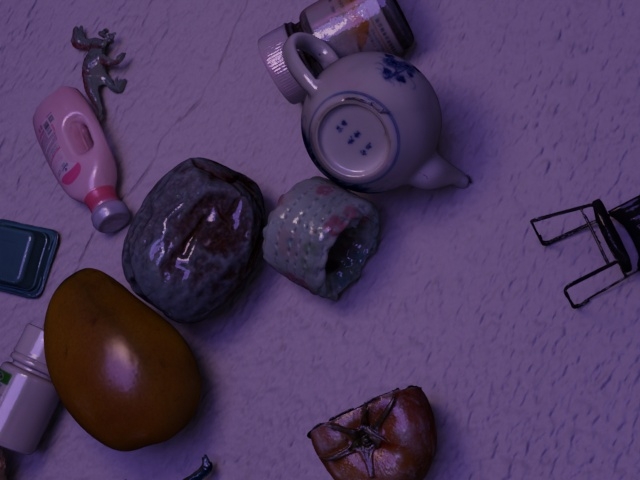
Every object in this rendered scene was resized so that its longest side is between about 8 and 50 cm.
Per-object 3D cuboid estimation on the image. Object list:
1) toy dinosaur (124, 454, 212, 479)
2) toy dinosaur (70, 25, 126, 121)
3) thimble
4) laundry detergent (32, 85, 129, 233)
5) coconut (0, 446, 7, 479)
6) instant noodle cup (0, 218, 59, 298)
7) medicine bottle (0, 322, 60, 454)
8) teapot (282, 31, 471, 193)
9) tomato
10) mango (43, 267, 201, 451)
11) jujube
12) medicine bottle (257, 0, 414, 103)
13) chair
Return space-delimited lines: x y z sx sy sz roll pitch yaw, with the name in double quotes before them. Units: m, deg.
"toy dinosaur" -0.327 0.546 1.827 0.147 0.076 0.363 20 82 24
"toy dinosaur" -0.500 -0.370 2.181 0.167 0.053 0.242 1 75 23
"thimble" 0.000 0.000 1.810 0.149 0.185 0.211 31 122 28
"laundry detergent" -0.503 -0.166 2.098 0.159 0.088 0.335 -44 64 25
"coconut" -0.758 0.465 1.950 0.245 0.233 0.233 23 84 21
"instant noodle cup" -0.663 0.034 2.117 0.179 0.070 0.157 10 80 23
"medicine bottle" -0.586 0.294 1.968 0.139 0.139 0.237 17 78 25
"teapot" 0.099 -0.223 1.781 0.424 0.280 0.252 42 121 0
"tomato" 0.105 0.354 1.663 0.214 0.181 0.155 -31 71 15
"mango" -0.386 0.225 1.853 0.264 0.221 0.378 -46 71 24
"jujube" -0.235 -0.007 1.873 0.246 0.215 0.308 41 77 -10
"medicine bottle" 0.030 -0.391 1.916 0.273 0.165 0.165 -28 66 12
"chair" 0.485 -0.003 1.635 0.221 0.145 0.140 -25 68 12
